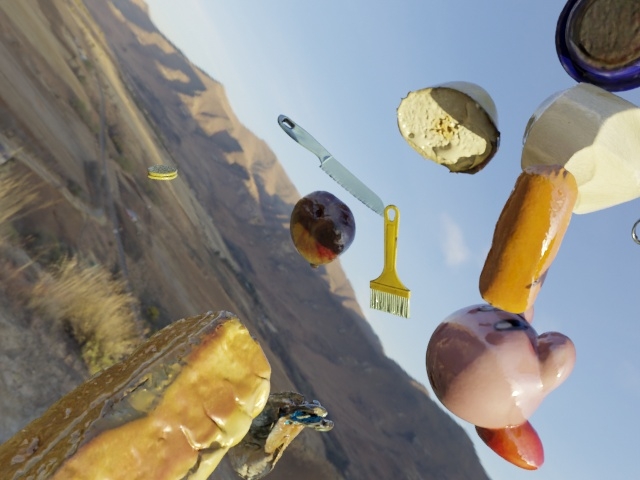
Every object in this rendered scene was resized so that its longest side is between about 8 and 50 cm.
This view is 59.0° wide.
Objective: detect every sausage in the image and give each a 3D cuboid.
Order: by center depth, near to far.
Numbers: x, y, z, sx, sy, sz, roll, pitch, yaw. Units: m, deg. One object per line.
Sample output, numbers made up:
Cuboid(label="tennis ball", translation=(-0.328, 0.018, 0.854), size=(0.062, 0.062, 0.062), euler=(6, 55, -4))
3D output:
Cuboid(label="sausage", translation=(0.311, -0.004, 0.858), size=(0.098, 0.098, 0.238), euler=(-130, -133, -56))

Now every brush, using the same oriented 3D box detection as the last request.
Cuboid(label="brush", translation=(0.123, 0.036, 0.992), size=(0.083, 0.011, 0.205), euler=(13, -67, 36))

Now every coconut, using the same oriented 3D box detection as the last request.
Cuboid(label="coconut", translation=(0.548, -0.178, 1.137), size=(0.265, 0.237, 0.237), euler=(54, -6, 35))

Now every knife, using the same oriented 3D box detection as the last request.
Cuboid(label="knife", translation=(0.018, -0.153, 1.127), size=(0.313, 0.044, 0.019), euler=(43, -29, 16))

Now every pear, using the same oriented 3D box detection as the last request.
Cuboid(label="pear", translation=(0.339, -0.314, 1.393), size=(0.267, 0.178, 0.267), euler=(28, -29, 16))

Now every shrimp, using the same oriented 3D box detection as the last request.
Cuboid(label="shrimp", translation=(-0.136, 0.519, 1.536), size=(0.110, 0.446, 0.221), euler=(17, 55, -35))

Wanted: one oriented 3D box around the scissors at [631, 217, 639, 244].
Cuboid(label="scissors", translation=(0.857, -0.090, 1.366), size=(0.109, 0.022, 0.299), euler=(26, -43, 20))

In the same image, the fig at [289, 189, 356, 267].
Cuboid(label="fig", translation=(-0.002, 0.001, 1.434), size=(0.170, 0.146, 0.274), euler=(41, -30, 20))

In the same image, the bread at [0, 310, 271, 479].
Cuboid(label="bread", translation=(-0.181, 0.189, 0.536), size=(0.167, 0.294, 0.132), euler=(-24, -80, 41))

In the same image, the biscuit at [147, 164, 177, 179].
Cuboid(label="biscuit", translation=(-0.457, -0.197, 1.634), size=(0.084, 0.084, 0.023), euler=(-130, -138, -57))

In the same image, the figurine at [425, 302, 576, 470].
Cuboid(label="figurine", translation=(0.295, 0.239, 1.027), size=(0.269, 0.211, 0.261), euler=(-114, -147, -58))

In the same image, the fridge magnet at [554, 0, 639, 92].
Cuboid(label="fridge magnet", translation=(0.642, -0.454, 1.215), size=(0.113, 0.265, 0.265), euler=(-14, 66, -53))
